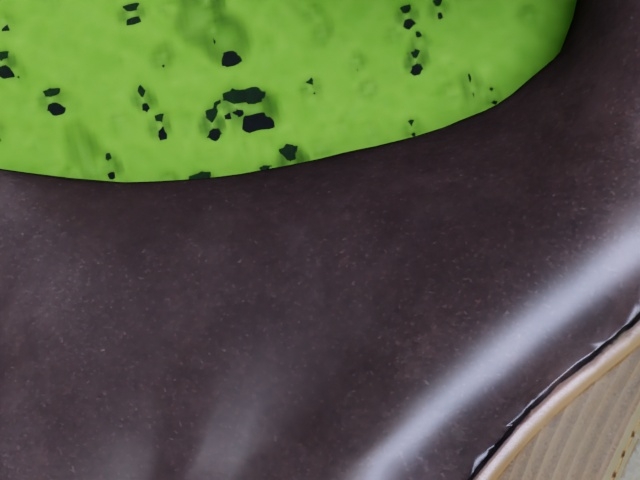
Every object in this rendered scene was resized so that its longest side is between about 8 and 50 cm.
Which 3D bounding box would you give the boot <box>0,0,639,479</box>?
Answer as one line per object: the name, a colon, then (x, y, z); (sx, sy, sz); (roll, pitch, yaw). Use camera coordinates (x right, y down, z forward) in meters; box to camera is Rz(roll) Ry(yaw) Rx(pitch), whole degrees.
boot: (0.000, 0.000, 0.441); (0.207, 0.090, 0.248); (13, 81, 0)
